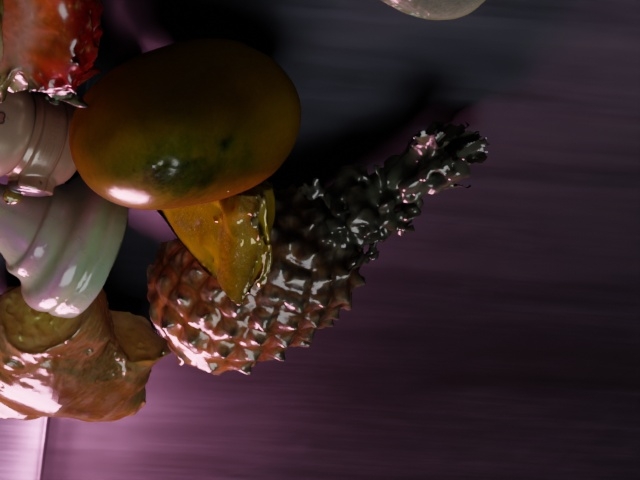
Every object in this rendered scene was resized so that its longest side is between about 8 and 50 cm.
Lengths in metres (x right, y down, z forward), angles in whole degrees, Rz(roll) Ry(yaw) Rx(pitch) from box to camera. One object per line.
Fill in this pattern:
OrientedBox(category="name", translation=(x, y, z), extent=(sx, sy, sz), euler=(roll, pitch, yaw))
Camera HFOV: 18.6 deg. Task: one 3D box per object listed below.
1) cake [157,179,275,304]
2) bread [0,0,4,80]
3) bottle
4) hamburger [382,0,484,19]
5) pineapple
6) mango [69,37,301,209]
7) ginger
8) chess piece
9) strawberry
OrientedBox(category="cake", translation=(-0.093, -0.012, 1.800), extent=(0.080, 0.116, 0.185), euler=(-16, -164, -40))
OrientedBox(category="bread", translation=(-0.431, -0.173, 1.470), extent=(0.389, 0.236, 0.183), euler=(7, 159, -1))
OrientedBox(category="bottle", translation=(-0.309, -0.100, 1.716), extent=(0.209, 0.110, 0.097), euler=(17, 170, -28))
OrientedBox(category="hamburger", translation=(0.099, -0.245, 1.614), extent=(0.133, 0.062, 0.140), euler=(24, 137, -30))
OrientedBox(category="pineapple", translation=(0.000, 0.000, 1.858), extent=(0.361, 0.175, 0.175), euler=(-30, 138, 29))
OrientedBox(category="mango", translation=(-0.123, -0.096, 1.661), extent=(0.175, 0.139, 0.254), euler=(-9, -172, 30))
OrientedBox(category="ginger", translation=(-0.260, 0.133, 2.041), extent=(0.219, 0.123, 0.270), euler=(-19, 143, 14))
OrientedBox(category="chess piece", translation=(-0.322, -0.040, 1.808), extent=(0.272, 0.139, 0.139), euler=(27, 134, -22))
OrientedBox(category="strawberry", translation=(-0.264, -0.221, 1.575), extent=(0.174, 0.098, 0.228), euler=(-1, 126, 21))
